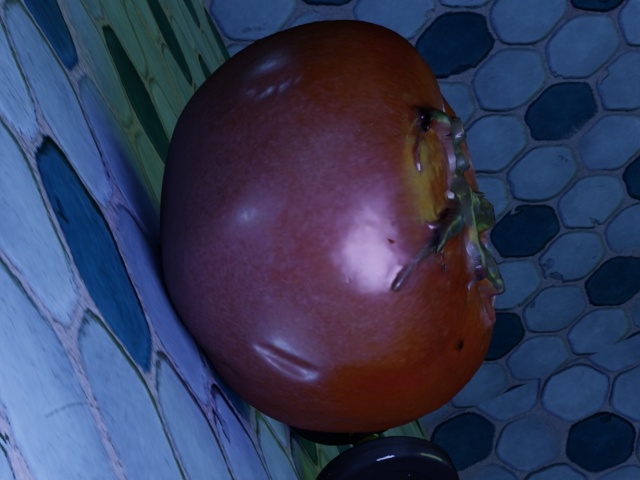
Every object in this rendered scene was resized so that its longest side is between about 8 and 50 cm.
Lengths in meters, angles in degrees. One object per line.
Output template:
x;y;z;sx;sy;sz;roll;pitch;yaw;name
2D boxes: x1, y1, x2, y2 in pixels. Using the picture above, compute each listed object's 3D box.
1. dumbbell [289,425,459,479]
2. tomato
0.046;0.196;1.641;0.325;0.143;0.143;-110;175;-47;dumbbell
0.000;0.000;1.356;0.341;0.272;0.341;-13;90;-78;tomato
